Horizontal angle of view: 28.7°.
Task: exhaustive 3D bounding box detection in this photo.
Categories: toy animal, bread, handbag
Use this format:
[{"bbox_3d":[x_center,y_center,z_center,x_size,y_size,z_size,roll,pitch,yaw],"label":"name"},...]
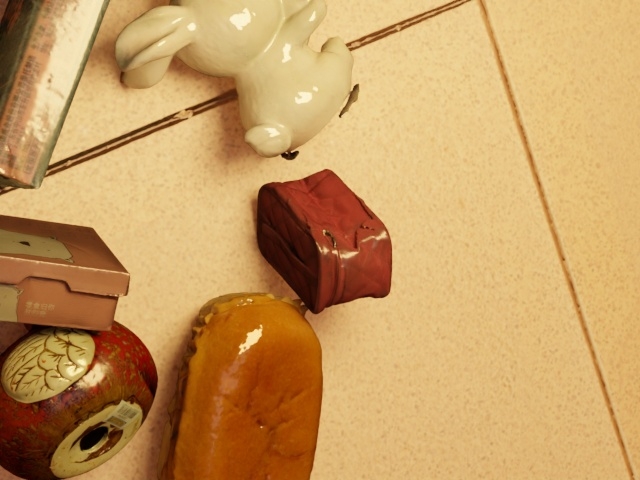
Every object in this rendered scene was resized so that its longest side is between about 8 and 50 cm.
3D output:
[{"bbox_3d":[-0.113,-0.255,1.736,0.310,0.183,0.247,39,77,-22],"label":"toy animal"},{"bbox_3d":[-0.117,0.267,1.774,0.236,0.183,0.388,1,93,-28],"label":"bread"},{"bbox_3d":[0.000,0.000,1.789,0.135,0.225,0.146,-15,129,-22],"label":"handbag"}]

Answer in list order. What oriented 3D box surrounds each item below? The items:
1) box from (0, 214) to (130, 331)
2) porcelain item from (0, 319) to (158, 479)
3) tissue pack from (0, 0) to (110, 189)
[{"bbox_3d":[-0.380,0.036,1.618,0.215,0.215,0.086,9,103,-26],"label":"box"},{"bbox_3d":[-0.351,0.187,1.666,0.253,0.253,0.253,-2,95,-25],"label":"porcelain item"},{"bbox_3d":[-0.365,-0.224,1.594,0.103,0.228,0.315,21,84,-25],"label":"tissue pack"}]
